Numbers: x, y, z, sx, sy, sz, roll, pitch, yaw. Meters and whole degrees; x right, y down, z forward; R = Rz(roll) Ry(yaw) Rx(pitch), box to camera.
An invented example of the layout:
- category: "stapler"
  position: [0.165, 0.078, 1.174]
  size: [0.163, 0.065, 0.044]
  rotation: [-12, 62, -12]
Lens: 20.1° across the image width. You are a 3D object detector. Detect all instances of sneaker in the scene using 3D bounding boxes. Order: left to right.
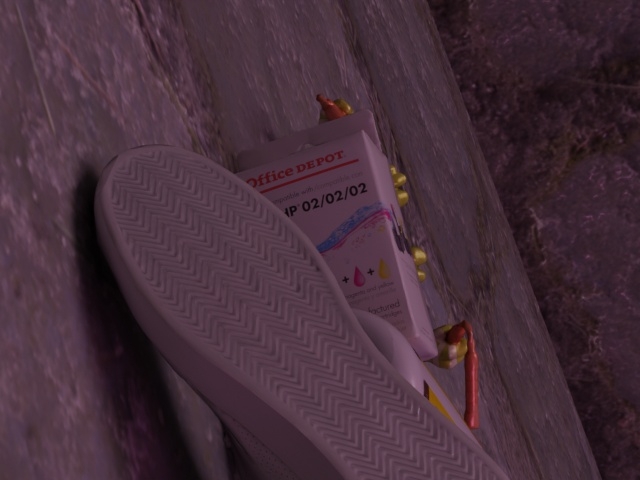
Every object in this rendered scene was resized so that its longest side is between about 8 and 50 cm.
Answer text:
- category: "sneaker"
  position: [-0.034, 0.100, 0.925]
  size: [0.292, 0.108, 0.169]
  rotation: [50, -39, 22]

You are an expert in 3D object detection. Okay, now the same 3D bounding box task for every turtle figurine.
- category: "turtle figurine"
  position: [0.046, 0.017, 1.384]
  size: [0.269, 0.087, 0.217]
  rotation: [63, 6, -3]

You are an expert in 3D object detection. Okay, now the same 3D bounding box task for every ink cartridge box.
- category: "ink cartridge box"
  position: [0.000, 0.000, 1.166]
  size: [0.061, 0.104, 0.181]
  rotation: [43, 30, -66]

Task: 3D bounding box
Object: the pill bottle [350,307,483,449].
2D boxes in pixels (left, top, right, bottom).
- category: "pill bottle"
  position: [0.034, 0.136, 1.096]
  size: [0.215, 0.117, 0.117]
  rotation: [55, 21, -53]
